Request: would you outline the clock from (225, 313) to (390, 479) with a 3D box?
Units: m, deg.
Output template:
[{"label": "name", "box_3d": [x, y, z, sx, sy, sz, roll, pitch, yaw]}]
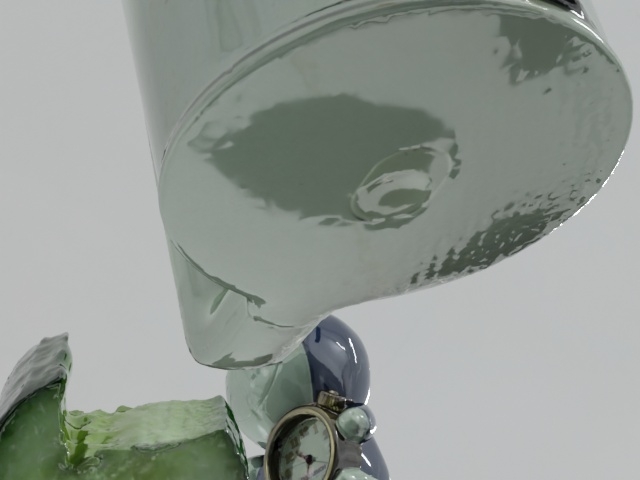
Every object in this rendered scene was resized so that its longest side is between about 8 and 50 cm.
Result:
[{"label": "clock", "box_3d": [-0.015, 0.186, 1.440, 0.146, 0.243, 0.199, 18, -48, -37]}]

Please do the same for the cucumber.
[{"label": "cucumber", "box_3d": [-0.148, 0.172, 0.986, 0.191, 0.130, 0.191, -1, -71, -4]}]

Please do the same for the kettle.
[{"label": "kettle", "box_3d": [-0.020, -0.135, 0.662, 0.265, 0.318, 0.205, -29, -36, 20]}]
